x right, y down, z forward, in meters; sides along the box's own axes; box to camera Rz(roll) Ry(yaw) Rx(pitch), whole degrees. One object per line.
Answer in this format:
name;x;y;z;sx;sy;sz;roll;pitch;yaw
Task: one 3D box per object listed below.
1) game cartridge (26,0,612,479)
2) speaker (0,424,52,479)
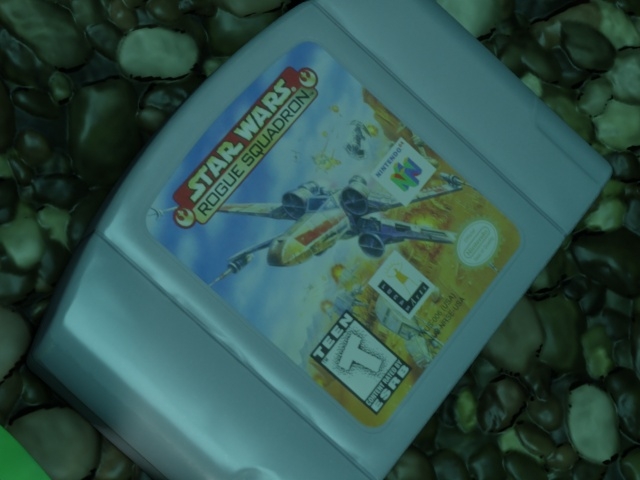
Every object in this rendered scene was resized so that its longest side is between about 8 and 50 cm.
game cartridge;0.000;0.000;0.925;0.198;0.062;0.297;44;64;-9
speaker;-0.234;0.195;0.736;0.296;0.131;0.131;-41;91;-26
